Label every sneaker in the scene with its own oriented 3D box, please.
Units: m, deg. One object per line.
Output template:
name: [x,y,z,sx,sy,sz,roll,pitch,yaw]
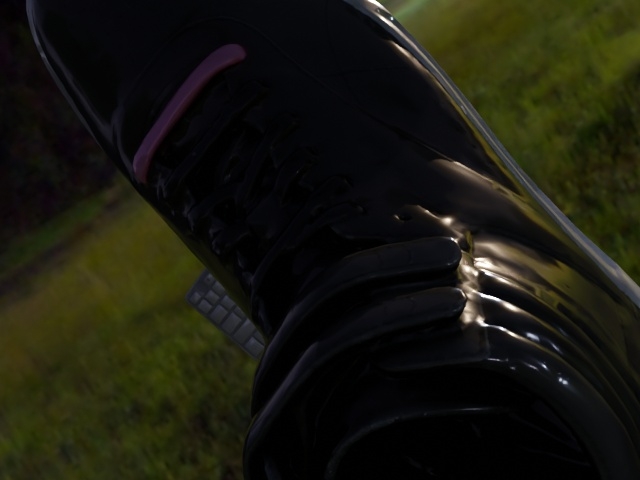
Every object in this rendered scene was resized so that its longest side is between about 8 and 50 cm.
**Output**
sneaker: [0.000,0.000,0.377,0.105,0.295,0.147,-51,-10,19]

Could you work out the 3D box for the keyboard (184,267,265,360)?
keyboard: [-0.005,-0.016,0.836,0.256,0.072,0.014,-51,-8,36]
